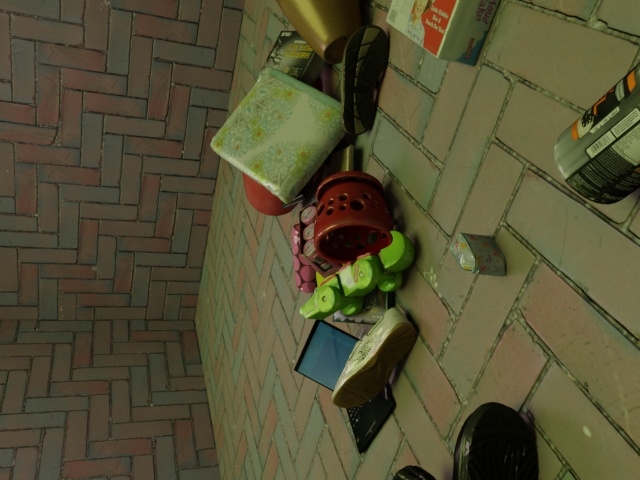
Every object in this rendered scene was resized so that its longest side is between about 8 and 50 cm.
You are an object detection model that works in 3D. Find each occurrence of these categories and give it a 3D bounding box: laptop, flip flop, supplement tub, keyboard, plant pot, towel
[{"bbox_3d":[0.050,0.371,1.425,0.264,0.136,0.234,-109,30,-43],"label":"laptop"},{"bbox_3d":[0.105,-0.415,1.457,0.080,0.112,0.277,-102,17,-68],"label":"flip flop"},{"bbox_3d":[0.385,-0.138,0.669,0.190,0.116,0.117,126,141,-53],"label":"supplement tub"},{"bbox_3d":[-0.014,-0.249,1.666,0.201,0.033,0.317,-22,45,49],"label":"keyboard"},{"bbox_3d":[-0.144,-0.222,1.862,0.243,0.274,0.275,115,151,-60],"label":"plant pot"},{"bbox_3d":[0.079,-0.059,1.353,0.191,0.191,0.174,124,152,-53],"label":"plant pot"},{"bbox_3d":[0.021,-0.633,1.561,0.255,0.237,0.237,68,151,18],"label":"plant pot"},{"bbox_3d":[-0.119,-0.316,1.638,0.374,0.090,0.321,36,89,33],"label":"towel"}]

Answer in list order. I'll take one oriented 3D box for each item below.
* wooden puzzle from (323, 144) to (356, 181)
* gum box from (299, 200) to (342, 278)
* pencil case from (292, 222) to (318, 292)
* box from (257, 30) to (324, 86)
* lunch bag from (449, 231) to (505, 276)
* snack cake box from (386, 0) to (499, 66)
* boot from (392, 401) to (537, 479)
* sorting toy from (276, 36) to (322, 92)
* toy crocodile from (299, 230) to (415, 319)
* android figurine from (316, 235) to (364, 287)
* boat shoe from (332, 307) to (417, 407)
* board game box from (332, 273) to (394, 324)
[{"bbox_3d":[0.055,-0.148,1.618,0.238,0.044,0.221,177,96,-73],"label":"wooden puzzle"},{"bbox_3d":[0.000,0.000,1.469,0.062,0.107,0.188,-30,37,22],"label":"gum box"},{"bbox_3d":[-0.033,0.050,1.706,0.095,0.098,0.210,10,113,24],"label":"pencil case"},{"bbox_3d":[-0.084,-0.584,1.807,0.231,0.056,0.183,25,85,46],"label":"box"},{"bbox_3d":[0.277,0.031,0.982,0.083,0.071,0.053,-111,33,-45],"label":"lunch bag"},{"bbox_3d":[0.239,-0.472,1.122,0.264,0.089,0.152,-116,37,-50],"label":"snack cake box"},{"bbox_3d":[0.230,0.427,0.969,0.260,0.131,0.348,-176,88,-68],"label":"boot"},{"bbox_3d":[-0.092,-0.591,1.929,0.127,0.126,0.366,121,144,-51],"label":"sorting toy"},{"bbox_3d":[0.079,0.096,1.307,0.340,0.115,0.105,-38,58,37],"label":"toy crocodile"},{"bbox_3d":[0.060,0.092,1.541,0.272,0.056,0.249,180,92,-65],"label":"android figurine"},{"bbox_3d":[0.116,0.271,1.289,0.277,0.098,0.096,-53,29,20],"label":"boat shoe"},{"bbox_3d":[0.102,0.143,1.381,0.186,0.026,0.126,-4,84,47],"label":"board game box"}]
